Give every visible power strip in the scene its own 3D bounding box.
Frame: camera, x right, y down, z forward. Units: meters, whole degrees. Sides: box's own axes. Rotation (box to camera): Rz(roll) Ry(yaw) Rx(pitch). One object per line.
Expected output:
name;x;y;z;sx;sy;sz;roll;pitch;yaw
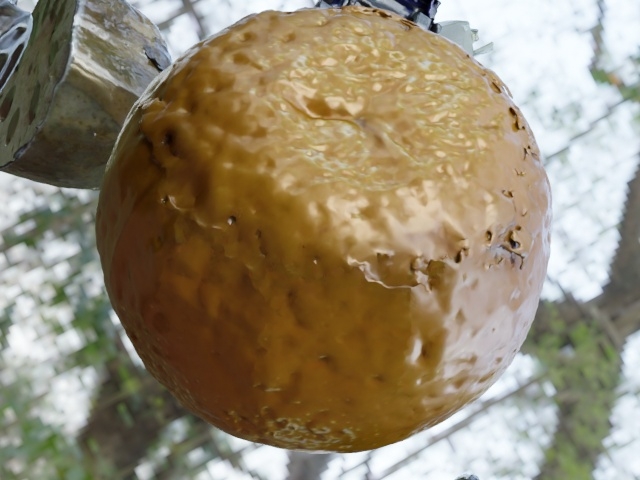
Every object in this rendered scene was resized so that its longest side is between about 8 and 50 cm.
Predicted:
power strip;0.141;-0.214;2.218;0.042;0.175;0.075;9;-71;49

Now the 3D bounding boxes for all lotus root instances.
lotus root;-0.269;-0.175;2.258;0.272;0.192;0.272;-164;-90;-72

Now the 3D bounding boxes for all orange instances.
orange;0.000;0.000;1.413;0.340;0.340;0.293;53;-32;29

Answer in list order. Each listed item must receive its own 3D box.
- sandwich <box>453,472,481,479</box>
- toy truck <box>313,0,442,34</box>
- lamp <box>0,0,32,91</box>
sandwich;0.067;0.305;1.547;0.301;0.162;0.250;10;-60;65
toy truck;0.003;-0.145;1.923;0.124;0.268;0.155;32;-22;-9
lamp;-0.336;-0.183;1.353;0.257;0.303;0.303;36;-21;1
